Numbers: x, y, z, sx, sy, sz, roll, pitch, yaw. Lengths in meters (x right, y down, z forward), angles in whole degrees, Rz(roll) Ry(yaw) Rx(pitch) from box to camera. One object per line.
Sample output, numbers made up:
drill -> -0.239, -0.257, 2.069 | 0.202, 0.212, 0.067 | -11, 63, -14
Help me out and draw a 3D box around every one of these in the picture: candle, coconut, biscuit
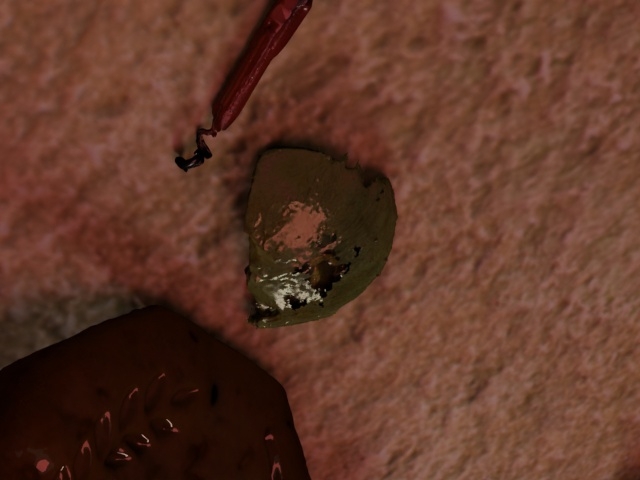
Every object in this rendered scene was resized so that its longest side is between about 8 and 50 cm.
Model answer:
candle -> -0.048, -0.111, 1.300 | 0.026, 0.021, 0.167 | 19, 114, -33
coconut -> -0.001, 0.002, 1.383 | 0.133, 0.055, 0.158 | -21, 131, -6
biscuit -> -0.119, 0.223, 1.362 | 0.359, 0.046, 0.359 | 3, 86, -47
